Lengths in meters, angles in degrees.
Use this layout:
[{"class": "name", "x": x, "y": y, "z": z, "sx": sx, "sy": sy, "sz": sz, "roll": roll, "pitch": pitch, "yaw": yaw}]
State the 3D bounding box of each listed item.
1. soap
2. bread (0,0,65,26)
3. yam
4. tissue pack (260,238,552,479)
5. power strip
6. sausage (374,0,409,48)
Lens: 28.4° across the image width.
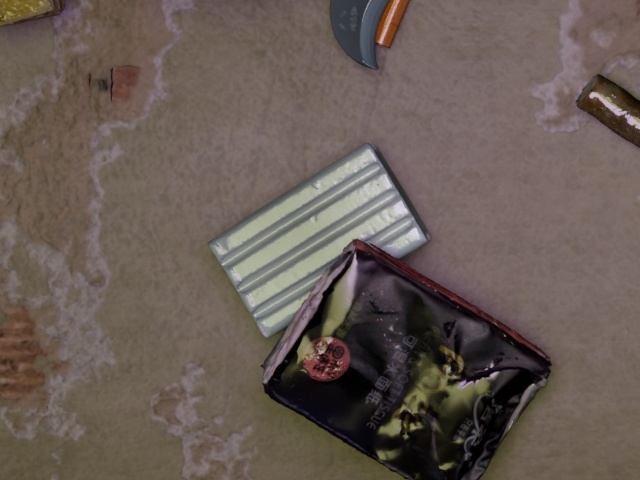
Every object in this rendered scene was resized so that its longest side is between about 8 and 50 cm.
[{"class": "soap", "x": 0.000, "y": 0.000, "z": 1.747, "sx": 0.265, "sy": 0.087, "sz": 0.160, "roll": -32, "pitch": 87, "yaw": 10}, {"class": "bread", "x": -0.436, "y": -0.400, "z": 1.799, "sx": 0.138, "sy": 0.102, "sz": 0.196, "roll": -9, "pitch": 92, "yaw": 22}, {"class": "yam", "x": 0.453, "y": -0.134, "z": 1.669, "sx": 0.253, "sy": 0.061, "sz": 0.061, "roll": 34, "pitch": 98, "yaw": 8}, {"class": "tissue pack", "x": 0.116, "y": 0.173, "z": 1.675, "sx": 0.332, "sy": 0.123, "sz": 0.245, "roll": 32, "pitch": 100, "yaw": -12}, {"class": "power strip", "x": 0.090, "y": -0.347, "z": 1.709, "sx": 0.137, "sy": 0.044, "sz": 0.216, "roll": 44, "pitch": 107, "yaw": 32}, {"class": "sausage", "x": 0.102, "y": -0.318, "z": 1.742, "sx": 0.031, "sy": 0.031, "sz": 0.107, "roll": 23, "pitch": 95, "yaw": 9}]
